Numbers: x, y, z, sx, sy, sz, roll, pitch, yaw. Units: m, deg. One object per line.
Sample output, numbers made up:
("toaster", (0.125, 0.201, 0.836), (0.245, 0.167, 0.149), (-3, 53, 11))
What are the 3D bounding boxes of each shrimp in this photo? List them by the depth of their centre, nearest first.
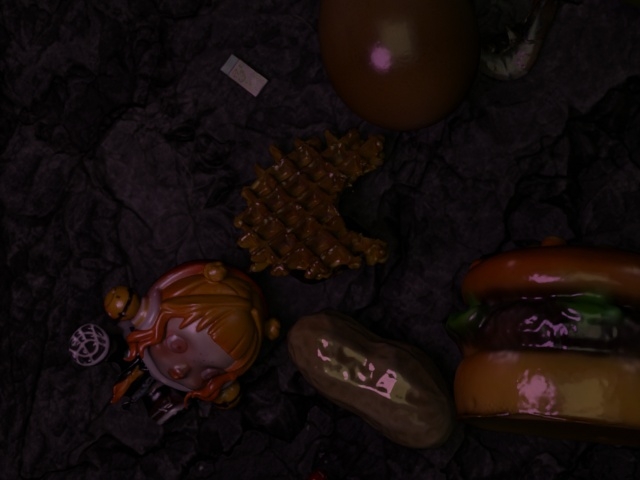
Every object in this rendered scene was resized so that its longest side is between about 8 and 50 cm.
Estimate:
("shrimp", (0.305, -0.366, 1.673), (0.148, 0.035, 0.195), (25, 96, 13))

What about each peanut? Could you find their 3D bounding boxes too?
("peanut", (0.086, 0.219, 1.652), (0.313, 0.152, 0.152), (31, 96, 13))

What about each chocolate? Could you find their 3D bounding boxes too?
("chocolate", (0.000, 0.000, 1.708), (0.149, 0.080, 0.125), (-26, 85, 12))

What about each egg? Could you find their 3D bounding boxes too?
("egg", (0.120, -0.330, 1.599), (0.250, 0.250, 0.322), (-15, 82, 11))

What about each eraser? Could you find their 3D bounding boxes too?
("eraser", (-0.131, -0.286, 1.769), (0.083, 0.019, 0.038), (39, 99, 10))

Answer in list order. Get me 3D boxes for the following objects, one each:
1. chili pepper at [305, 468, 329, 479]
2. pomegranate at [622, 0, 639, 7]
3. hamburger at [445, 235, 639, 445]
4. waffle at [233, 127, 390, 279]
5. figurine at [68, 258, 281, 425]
("chili pepper", (-0.068, 0.556, 1.704), (0.110, 0.110, 0.387), (27, 94, 11))
("pomegranate", (0.486, -0.475, 1.541), (0.341, 0.261, 0.260), (-4, 88, 43))
("hamburger", (0.393, 0.147, 1.472), (0.396, 0.396, 0.277), (4, 78, 12))
("waffle", (-0.012, -0.052, 1.657), (0.260, 0.069, 0.292), (-6, 53, 14))
("figurine", (-0.222, 0.152, 1.695), (0.323, 0.196, 0.320), (-28, 127, 18))
